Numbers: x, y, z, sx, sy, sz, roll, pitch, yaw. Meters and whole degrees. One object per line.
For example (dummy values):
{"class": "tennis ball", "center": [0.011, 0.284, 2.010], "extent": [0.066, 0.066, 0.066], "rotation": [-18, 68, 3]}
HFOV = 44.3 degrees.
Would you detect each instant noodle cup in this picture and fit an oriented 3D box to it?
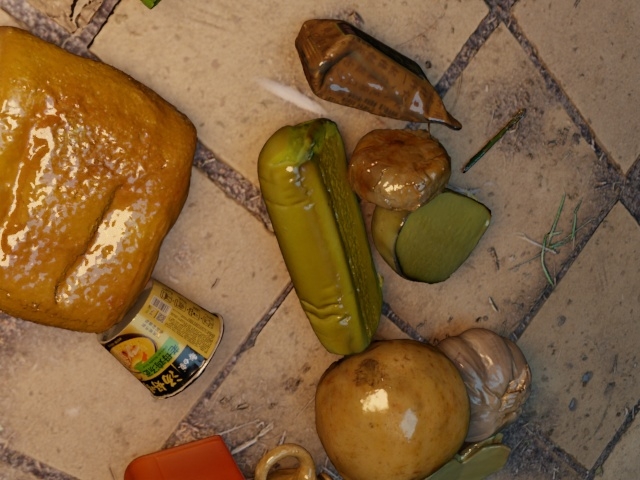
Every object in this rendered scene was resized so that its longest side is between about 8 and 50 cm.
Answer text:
{"class": "instant noodle cup", "center": [-0.225, 0.128, 1.095], "extent": [0.151, 0.151, 0.122], "rotation": [-48, 114, -8]}

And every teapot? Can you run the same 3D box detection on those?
{"class": "teapot", "center": [-0.011, 0.449, 1.292], "extent": [0.167, 0.203, 0.311], "rotation": [-29, 115, -17]}

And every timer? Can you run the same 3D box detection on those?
{"class": "timer", "center": [-0.188, 0.464, 1.165], "extent": [0.161, 0.257, 0.250], "rotation": [-8, 109, -22]}

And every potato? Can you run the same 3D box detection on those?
{"class": "potato", "center": [0.159, -0.026, 1.274], "extent": [0.272, 0.111, 0.160], "rotation": [8, 114, -55]}

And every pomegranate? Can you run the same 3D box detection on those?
{"class": "pomegranate", "center": [0.117, 0.279, 1.288], "extent": [0.260, 0.260, 0.260], "rotation": [-11, 112, -28]}

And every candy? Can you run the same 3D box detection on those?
{"class": "candy", "center": [0.085, -0.237, 1.155], "extent": [0.271, 0.143, 0.101], "rotation": [17, 122, -31]}

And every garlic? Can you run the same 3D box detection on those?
{"class": "garlic", "center": [0.292, 0.271, 1.445], "extent": [0.228, 0.152, 0.228], "rotation": [-11, 118, -23]}

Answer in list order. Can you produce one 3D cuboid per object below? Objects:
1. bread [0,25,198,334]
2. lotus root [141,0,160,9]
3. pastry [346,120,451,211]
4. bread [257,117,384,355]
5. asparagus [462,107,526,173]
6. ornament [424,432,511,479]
{"class": "bread", "center": [-0.323, -0.067, 0.957], "extent": [0.337, 0.148, 0.328], "rotation": [29, 91, -35]}
{"class": "lotus root", "center": [-0.199, -0.394, 0.923], "extent": [0.186, 0.186, 0.186], "rotation": [-11, 112, -28]}
{"class": "pastry", "center": [0.113, -0.105, 1.138], "extent": [0.153, 0.153, 0.081], "rotation": [-33, 147, -17]}
{"class": "bread", "center": [0.000, 0.000, 1.191], "extent": [0.166, 0.112, 0.383], "rotation": [-59, 138, -49]}
{"class": "asparagus", "center": [0.305, -0.176, 1.377], "extent": [0.166, 0.016, 0.013], "rotation": [-44, 109, -8]}
{"class": "ornament", "center": [0.264, 0.453, 1.535], "extent": [0.201, 0.059, 0.180], "rotation": [-10, 134, -18]}
